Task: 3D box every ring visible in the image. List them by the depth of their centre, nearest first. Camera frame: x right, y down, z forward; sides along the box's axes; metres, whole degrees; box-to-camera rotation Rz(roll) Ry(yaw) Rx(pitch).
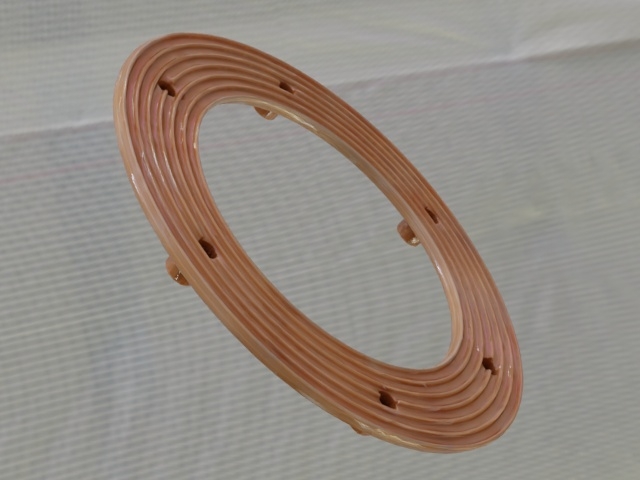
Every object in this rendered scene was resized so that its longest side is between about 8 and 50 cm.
[{"bbox_3d":[0.000,0.000,1.043,0.336,0.032,0.336,35,-151,-23],"label":"ring"}]
